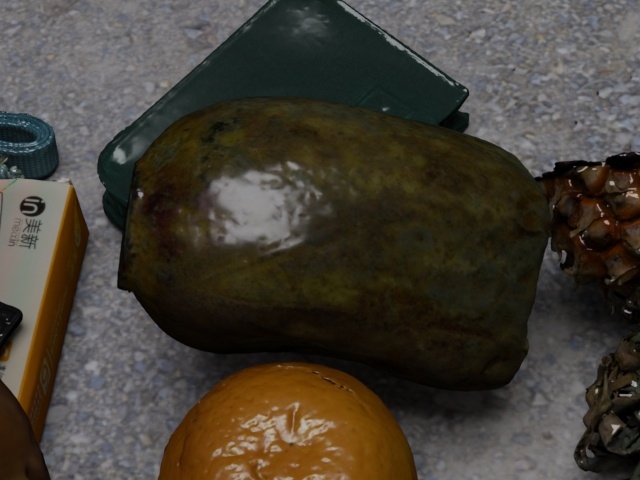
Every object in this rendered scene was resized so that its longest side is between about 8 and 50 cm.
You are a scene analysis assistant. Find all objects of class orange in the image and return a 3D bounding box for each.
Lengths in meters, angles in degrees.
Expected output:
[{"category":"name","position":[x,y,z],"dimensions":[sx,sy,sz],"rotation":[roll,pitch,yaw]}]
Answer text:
[{"category":"orange","position":[-0.026,0.209,1.531],"dimensions":[0.219,0.193,0.219],"rotation":[-13,43,12]}]

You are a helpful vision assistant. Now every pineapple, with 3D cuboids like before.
[{"category":"pineapple","position":[0.296,0.085,1.604],"dimensions":[0.262,0.262,0.272],"rotation":[2,77,7]}]

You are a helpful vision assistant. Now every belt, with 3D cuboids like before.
[{"category":"belt","position":[-0.352,-0.088,1.869],"dimensions":[0.179,0.065,0.100],"rotation":[10,47,16]}]

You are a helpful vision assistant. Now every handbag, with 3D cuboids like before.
[{"category":"handbag","position":[-0.037,-0.091,1.820],"dimensions":[0.238,0.089,0.326],"rotation":[35,63,23]}]

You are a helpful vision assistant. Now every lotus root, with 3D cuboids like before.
[{"category":"lotus root","position":[0.000,0.000,1.597],"dimensions":[0.346,0.250,0.250],"rotation":[6,51,-15]}]

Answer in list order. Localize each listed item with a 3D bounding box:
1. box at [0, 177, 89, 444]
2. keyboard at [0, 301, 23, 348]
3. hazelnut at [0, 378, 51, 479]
[{"category":"box","position":[-0.342,0.068,1.728],"dimensions":[0.221,0.091,0.274],"rotation":[4,54,9]},{"category":"keyboard","position":[-0.415,0.053,1.680],"dimensions":[0.310,0.018,0.101],"rotation":[19,58,22]},{"category":"hazelnut","position":[-0.384,0.223,1.482],"dimensions":[0.372,0.372,0.315],"rotation":[-7,14,1]}]
